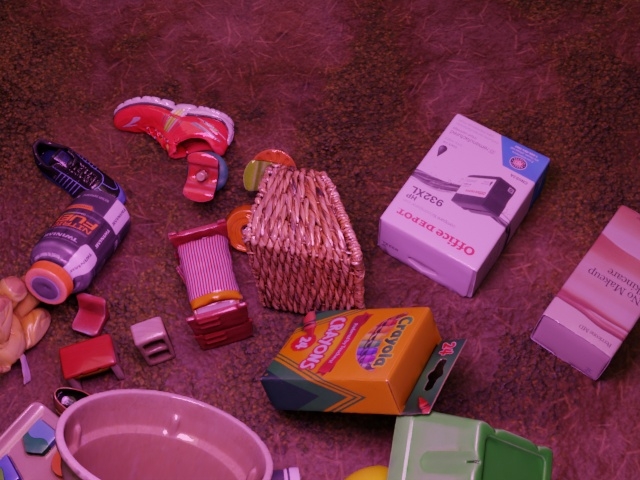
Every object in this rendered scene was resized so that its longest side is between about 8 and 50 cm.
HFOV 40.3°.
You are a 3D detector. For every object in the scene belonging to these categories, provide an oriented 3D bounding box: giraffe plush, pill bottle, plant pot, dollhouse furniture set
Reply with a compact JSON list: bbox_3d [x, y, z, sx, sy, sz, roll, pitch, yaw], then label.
[{"bbox_3d":[-0.645,0.166,1.692,0.170,0.181,0.210,6,96,17],"label":"giraffe plush"},{"bbox_3d":[-0.482,0.017,1.718,0.130,0.130,0.246,12,39,9],"label":"pill bottle"},{"bbox_3d":[-0.274,0.448,1.362,0.333,0.334,0.305,20,104,13],"label":"plant pot"},{"bbox_3d":[-0.329,0.124,1.682,0.374,0.152,0.201,-17,62,-6],"label":"dollhouse furniture set"}]

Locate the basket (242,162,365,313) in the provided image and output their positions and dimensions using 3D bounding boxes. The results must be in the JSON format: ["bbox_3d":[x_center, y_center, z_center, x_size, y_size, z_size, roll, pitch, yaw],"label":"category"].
[{"bbox_3d":[0.000,0.000,1.653,0.223,0.299,0.213,10,61,11],"label":"basket"}]

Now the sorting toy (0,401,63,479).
[{"bbox_3d":[-0.517,0.422,1.593,0.208,0.038,0.193,33,67,19],"label":"sorting toy"}]

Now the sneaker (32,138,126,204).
[{"bbox_3d":[-0.525,-0.142,1.874,0.232,0.090,0.081,26,65,16],"label":"sneaker"}]

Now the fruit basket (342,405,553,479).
[{"bbox_3d":[0.170,0.471,1.434,0.283,0.392,0.392,25,59,-25],"label":"fruit basket"}]

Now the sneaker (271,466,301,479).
[{"bbox_3d":[-0.077,0.537,1.436,0.127,0.126,0.321,-6,50,-5],"label":"sneaker"}]

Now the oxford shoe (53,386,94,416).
[{"bbox_3d":[-0.403,0.328,1.618,0.212,0.076,0.076,18,61,6],"label":"oxford shoe"}]

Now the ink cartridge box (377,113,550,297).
[{"bbox_3d":[0.290,-0.074,1.774,0.223,0.129,0.307,30,67,17],"label":"ink cartridge box"}]

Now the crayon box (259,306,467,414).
[{"bbox_3d":[0.076,0.209,1.538,0.318,0.081,0.202,-5,30,33],"label":"crayon box"}]

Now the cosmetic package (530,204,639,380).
[{"bbox_3d":[0.551,0.097,1.667,0.153,0.129,0.296,33,68,18],"label":"cosmetic package"}]

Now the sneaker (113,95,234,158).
[{"bbox_3d":[-0.331,-0.240,1.916,0.279,0.107,0.118,7,71,9],"label":"sneaker"}]

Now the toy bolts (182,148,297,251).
[{"bbox_3d":[-0.176,-0.104,1.842,0.228,0.158,0.218,16,103,0],"label":"toy bolts"}]
